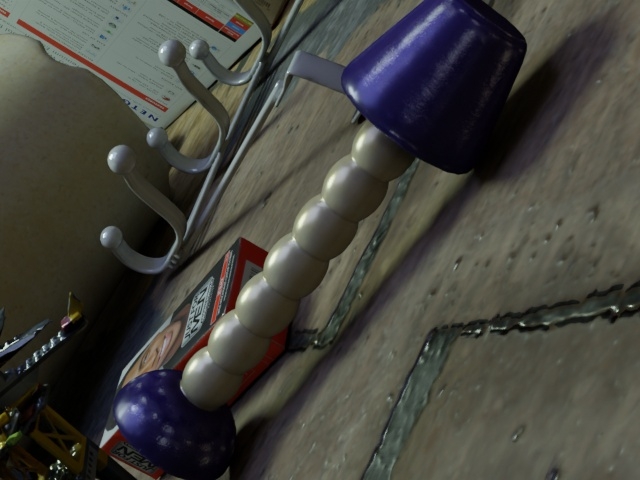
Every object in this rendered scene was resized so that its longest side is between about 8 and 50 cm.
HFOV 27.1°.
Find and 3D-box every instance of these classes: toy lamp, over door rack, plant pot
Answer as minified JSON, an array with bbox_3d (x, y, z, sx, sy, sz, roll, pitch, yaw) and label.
[{"bbox_3d":[0.000,0.000,0.648,0.274,0.080,0.080,-55,17,21],"label":"toy lamp"},{"bbox_3d":[-0.056,-0.138,0.994,0.324,0.108,0.239,-36,28,51],"label":"over door rack"},{"bbox_3d":[-0.300,0.000,1.159,0.305,0.334,0.334,-52,13,-23],"label":"plant pot"}]

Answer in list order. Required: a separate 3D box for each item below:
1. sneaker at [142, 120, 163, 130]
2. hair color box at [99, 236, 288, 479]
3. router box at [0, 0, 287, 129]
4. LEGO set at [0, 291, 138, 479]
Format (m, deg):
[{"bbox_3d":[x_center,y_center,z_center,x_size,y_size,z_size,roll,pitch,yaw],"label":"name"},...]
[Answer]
[{"bbox_3d":[-0.317,-0.072,1.488,0.410,0.182,0.158,-30,32,58],"label":"sneaker"},{"bbox_3d":[-0.072,0.071,0.778,0.141,0.043,0.072,-48,20,33],"label":"hair color box"},{"bbox_3d":[-0.234,-0.276,1.345,0.301,0.335,0.082,-30,33,58],"label":"router box"},{"bbox_3d":[-0.210,0.182,0.637,0.255,0.192,0.331,-38,21,18],"label":"LEGO set"}]
